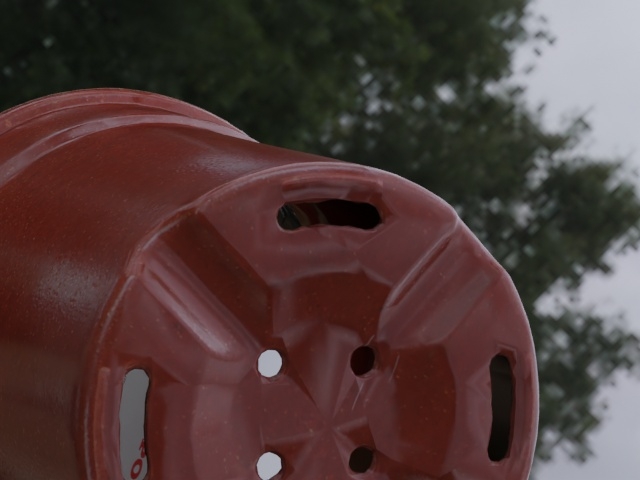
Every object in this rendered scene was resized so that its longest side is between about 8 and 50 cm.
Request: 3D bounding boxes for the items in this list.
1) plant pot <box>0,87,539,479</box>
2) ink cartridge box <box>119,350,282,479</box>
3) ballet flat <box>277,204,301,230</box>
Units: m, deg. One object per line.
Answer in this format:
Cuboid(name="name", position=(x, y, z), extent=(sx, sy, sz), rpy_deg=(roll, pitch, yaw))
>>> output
Cuboid(name="plant pot", position=(-0.052, 0.062, 0.790), extent=(0.272, 0.272, 0.265), rpy_deg=(51, -18, -19))
Cuboid(name="ink cartridge box", position=(-0.110, 0.109, 1.121), extent=(0.100, 0.172, 0.237), rpy_deg=(27, -15, -33))
Cuboid(name="ballet flat", position=(0.000, 0.000, 1.782), extent=(0.173, 0.049, 0.057), rpy_deg=(54, -28, -2))
